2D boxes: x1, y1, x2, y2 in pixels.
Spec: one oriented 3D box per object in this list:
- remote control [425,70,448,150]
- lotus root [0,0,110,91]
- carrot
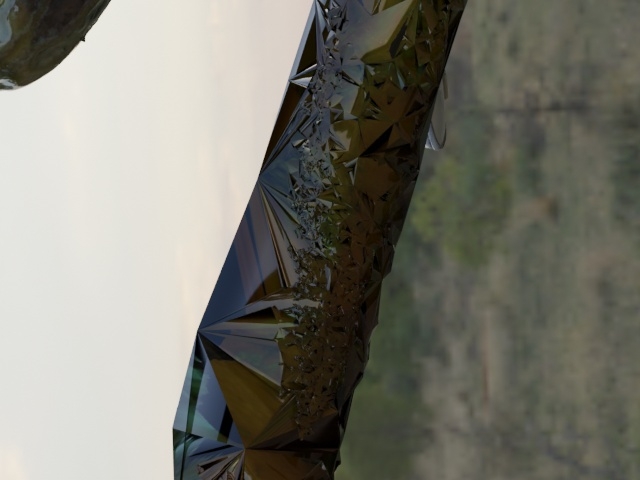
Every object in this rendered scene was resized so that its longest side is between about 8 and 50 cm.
[{"bbox_3d":[0.034,-0.119,0.841,0.229,0.044,0.073,-99,-8,-56],"label":"remote control"},{"bbox_3d":[-0.171,-0.214,0.970,0.278,0.154,0.154,-56,11,21],"label":"lotus root"},{"bbox_3d":[0.000,0.000,0.581,0.069,0.069,0.228,64,-138,-82],"label":"carrot"}]
